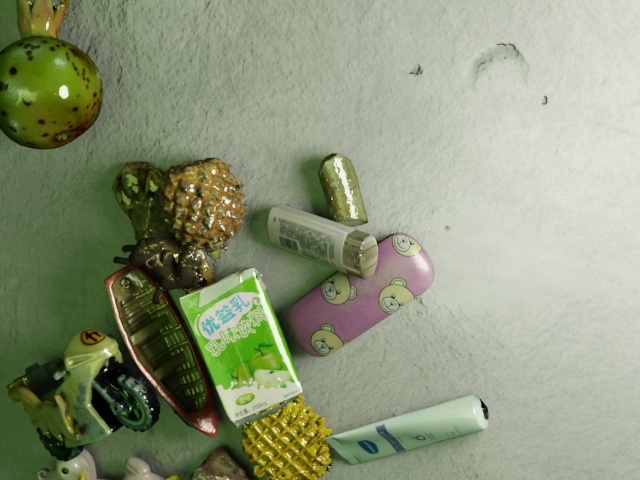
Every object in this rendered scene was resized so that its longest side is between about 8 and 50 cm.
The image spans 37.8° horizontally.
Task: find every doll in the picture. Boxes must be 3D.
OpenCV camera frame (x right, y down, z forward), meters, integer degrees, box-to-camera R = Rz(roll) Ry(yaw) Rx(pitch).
[{"bbox_3d":[-0.298,0.045,1.772,0.165,0.057,0.139,-29,107,39],"label":"doll"},{"bbox_3d":[-0.464,0.542,2.052,0.365,0.094,0.160,3,103,19],"label":"doll"}]

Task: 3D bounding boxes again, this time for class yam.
[{"bbox_3d":[0.039,-0.088,1.695,0.070,0.070,0.146,-12,101,23],"label":"yam"}]

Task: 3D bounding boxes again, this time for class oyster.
[{"bbox_3d":[-0.300,-0.004,1.849,0.129,0.078,0.345,-31,90,17],"label":"oyster"}]

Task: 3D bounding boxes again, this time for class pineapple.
[{"bbox_3d":[-0.216,-0.057,1.750,0.166,0.166,0.193,-7,103,22],"label":"pineapple"}]

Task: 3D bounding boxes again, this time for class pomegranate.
[{"bbox_3d":[-0.522,-0.312,1.789,0.231,0.231,0.285,-19,57,24],"label":"pomegranate"}]

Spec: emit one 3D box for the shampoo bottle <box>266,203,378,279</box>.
[{"bbox_3d":[0.000,0.000,1.698,0.227,0.056,0.086,19,125,37],"label":"shampoo bottle"}]

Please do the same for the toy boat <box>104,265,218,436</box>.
[{"bbox_3d":[-0.321,0.232,1.903,0.079,0.136,0.392,-14,106,53],"label":"toy boat"}]

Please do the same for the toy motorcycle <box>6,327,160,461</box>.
[{"bbox_3d":[-0.492,0.321,1.926,0.410,0.169,0.237,-29,89,40],"label":"toy motorcycle"}]

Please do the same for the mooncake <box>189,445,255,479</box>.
[{"bbox_3d":[-0.197,0.498,1.919,0.130,0.125,0.073,46,111,0],"label":"mooncake"}]

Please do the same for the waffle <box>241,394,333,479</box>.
[{"bbox_3d":[-0.068,0.404,1.877,0.193,0.070,0.197,-9,104,23],"label":"waffle"}]

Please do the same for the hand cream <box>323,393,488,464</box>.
[{"bbox_3d":[0.169,0.361,1.776,0.321,0.067,0.109,-21,131,26],"label":"hand cream"}]

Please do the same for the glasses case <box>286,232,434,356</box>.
[{"bbox_3d":[0.070,0.104,1.731,0.316,0.076,0.123,-37,88,25],"label":"glasses case"}]

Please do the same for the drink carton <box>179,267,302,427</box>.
[{"bbox_3d":[-0.144,0.199,1.780,0.161,0.108,0.271,-22,91,-5],"label":"drink carton"}]
